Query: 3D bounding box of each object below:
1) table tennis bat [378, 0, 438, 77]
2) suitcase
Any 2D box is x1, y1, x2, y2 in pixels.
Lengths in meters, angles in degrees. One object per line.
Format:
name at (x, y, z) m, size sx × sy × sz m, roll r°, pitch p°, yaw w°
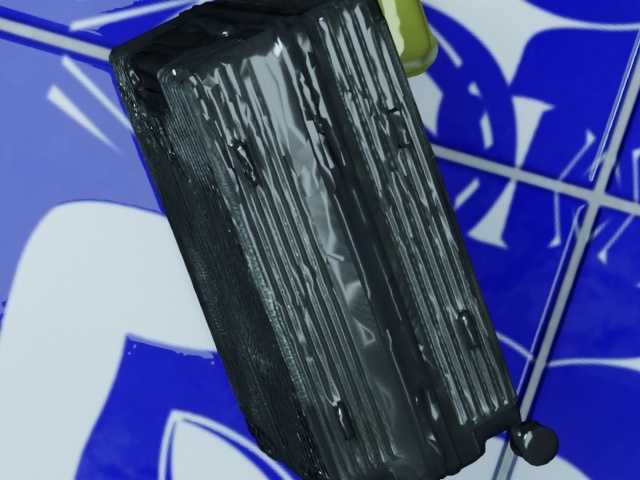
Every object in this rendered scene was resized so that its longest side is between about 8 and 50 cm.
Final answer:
table tennis bat at (0.012, -0.288, 1.240) m, size 0.224 × 0.054 × 0.368 m, roll -17°, pitch 102°, yaw -8°
suitcase at (0.000, 0.000, 1.207) m, size 0.152 × 0.229 × 0.335 m, roll -24°, pitch 106°, yaw -15°
